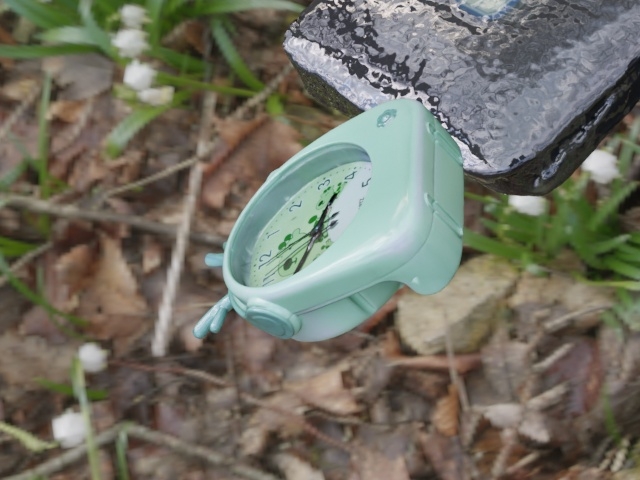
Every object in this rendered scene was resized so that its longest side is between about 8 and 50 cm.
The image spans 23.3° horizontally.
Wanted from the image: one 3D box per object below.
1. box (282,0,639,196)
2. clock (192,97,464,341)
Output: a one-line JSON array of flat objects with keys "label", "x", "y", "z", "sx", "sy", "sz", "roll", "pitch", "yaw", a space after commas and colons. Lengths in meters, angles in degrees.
[{"label": "box", "x": 0.182, "y": -0.220, "z": 1.523, "sx": 0.359, "sy": 0.091, "sz": 0.350, "roll": -46, "pitch": 51, "yaw": -14}, {"label": "clock", "x": 0.000, "y": 0.000, "z": 1.063, "sx": 0.211, "sy": 0.066, "sz": 0.159, "roll": -27, "pitch": 35, "yaw": 29}]
